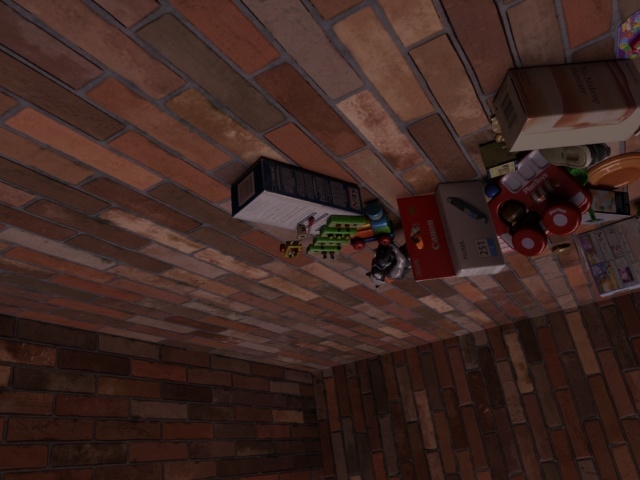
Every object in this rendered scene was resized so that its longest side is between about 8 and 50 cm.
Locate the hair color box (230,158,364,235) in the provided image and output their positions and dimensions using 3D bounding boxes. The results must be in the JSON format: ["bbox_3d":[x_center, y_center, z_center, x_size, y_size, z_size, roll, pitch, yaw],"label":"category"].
[{"bbox_3d":[-0.063,-0.112,1.487,0.348,0.105,0.174,12,151,-37],"label":"hair color box"}]

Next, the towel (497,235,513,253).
[{"bbox_3d":[0.747,0.004,2.092,0.144,0.029,0.197,-18,151,20],"label":"towel"}]

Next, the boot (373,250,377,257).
[{"bbox_3d":[0.277,0.066,2.046,0.085,0.059,0.158,-21,144,32],"label":"boot"}]

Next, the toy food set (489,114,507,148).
[{"bbox_3d":[0.492,-0.297,1.359,0.078,0.019,0.122,-20,140,17],"label":"toy food set"}]

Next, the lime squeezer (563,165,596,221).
[{"bbox_3d":[0.770,-0.203,1.574,0.059,0.109,0.310,-9,130,42],"label":"lime squeezer"}]

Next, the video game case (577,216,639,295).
[{"bbox_3d":[1.204,0.065,2.071,0.245,0.269,0.061,-22,154,28],"label":"video game case"}]

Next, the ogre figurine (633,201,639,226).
[{"bbox_3d":[1.233,-0.105,1.913,0.118,0.096,0.197,-21,-163,37],"label":"ogre figurine"}]

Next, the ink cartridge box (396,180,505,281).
[{"bbox_3d":[0.390,-0.032,1.573,0.262,0.296,0.066,-6,154,-5],"label":"ink cartridge box"}]

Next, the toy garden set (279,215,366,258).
[{"bbox_3d":[0.000,0.000,1.570,0.204,0.049,0.244,1,156,-19],"label":"toy garden set"}]

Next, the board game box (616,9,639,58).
[{"bbox_3d":[0.715,-0.441,1.110,0.133,0.033,0.169,-18,153,20],"label":"board game box"}]

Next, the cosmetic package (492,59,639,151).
[{"bbox_3d":[0.579,-0.313,1.203,0.297,0.153,0.129,-7,154,-5],"label":"cosmetic package"}]

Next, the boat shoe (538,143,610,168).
[{"bbox_3d":[0.641,-0.241,1.337,0.079,0.233,0.083,-21,113,-5],"label":"boat shoe"}]

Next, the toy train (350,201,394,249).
[{"bbox_3d":[0.107,-0.046,1.711,0.248,0.105,0.143,-11,142,17],"label":"toy train"}]

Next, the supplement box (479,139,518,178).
[{"bbox_3d":[0.494,-0.230,1.434,0.083,0.083,0.056,-17,154,18],"label":"supplement box"}]

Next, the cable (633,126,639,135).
[{"bbox_3d":[0.894,-0.368,1.278,0.140,0.072,0.287,-5,155,-20],"label":"cable"}]

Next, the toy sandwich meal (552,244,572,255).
[{"bbox_3d":[1.055,0.040,2.262,0.086,0.029,0.085,-11,155,-5],"label":"toy sandwich meal"}]

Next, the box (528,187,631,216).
[{"bbox_3d":[0.869,-0.115,1.746,0.290,0.087,0.169,3,170,-23],"label":"box"}]

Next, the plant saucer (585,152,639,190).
[{"bbox_3d":[0.956,-0.213,1.674,0.200,0.037,0.200,-7,155,-3],"label":"plant saucer"}]

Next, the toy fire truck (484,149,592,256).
[{"bbox_3d":[0.633,-0.115,1.550,0.169,0.254,0.302,-37,172,-42],"label":"toy fire truck"}]

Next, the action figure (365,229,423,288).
[{"bbox_3d":[0.294,0.057,1.763,0.330,0.178,0.341,-38,-176,23],"label":"action figure"}]
